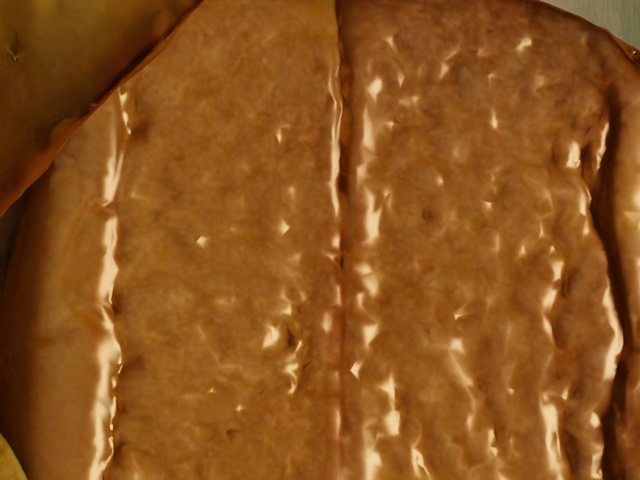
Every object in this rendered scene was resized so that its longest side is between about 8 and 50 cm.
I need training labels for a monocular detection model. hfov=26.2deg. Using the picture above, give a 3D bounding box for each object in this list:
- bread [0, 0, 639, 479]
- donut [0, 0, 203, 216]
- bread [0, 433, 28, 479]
[{"bbox_3d":[0.007,0.041,0.686,0.148,0.328,0.336,123,-33,-76],"label":"bread"},{"bbox_3d":[-0.089,-0.149,0.503,0.110,0.303,0.303,35,49,-18],"label":"donut"},{"bbox_3d":[-0.194,0.021,0.454,0.077,0.084,0.367,-114,-179,-48],"label":"bread"}]
